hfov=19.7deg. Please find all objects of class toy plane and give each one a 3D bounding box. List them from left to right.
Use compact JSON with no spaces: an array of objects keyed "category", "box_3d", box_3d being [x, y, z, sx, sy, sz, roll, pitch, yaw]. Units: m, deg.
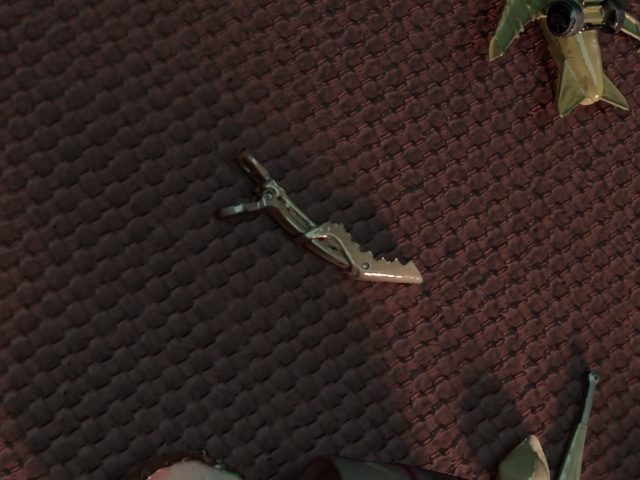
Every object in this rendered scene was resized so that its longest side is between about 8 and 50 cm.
[{"category":"toy plane","box_3d":[0.252,-0.255,1.952,0.242,0.104,0.256,-10,87,-41]}]

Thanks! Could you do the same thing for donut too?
[{"category":"donut","box_3d":[-0.120,0.245,1.665,0.166,0.065,0.117,15,72,-22]}]

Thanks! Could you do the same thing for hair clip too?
[{"category":"hair clip","box_3d":[0.000,0.000,1.801,0.226,0.034,0.072,34,69,-15]}]

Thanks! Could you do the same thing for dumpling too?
[{"category":"dumpling","box_3d":[0.201,0.238,1.830,0.052,0.057,0.076,-14,50,8]}]

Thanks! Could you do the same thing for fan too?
[{"category":"fan","box_3d":[0.256,0.222,1.870,0.038,0.016,0.193,25,69,-20]}]

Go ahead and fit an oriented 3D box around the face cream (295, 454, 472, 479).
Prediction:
[{"category":"face cream","box_3d":[0.073,0.293,1.678,0.195,0.175,0.175,15,71,-19]}]
